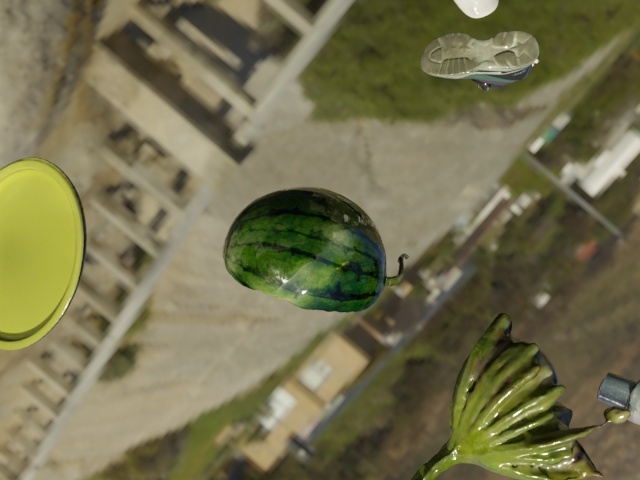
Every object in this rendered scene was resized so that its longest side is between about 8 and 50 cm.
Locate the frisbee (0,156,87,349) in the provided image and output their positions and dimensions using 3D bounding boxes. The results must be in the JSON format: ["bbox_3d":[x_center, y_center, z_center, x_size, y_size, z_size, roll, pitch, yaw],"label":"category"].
[{"bbox_3d":[-0.362,0.016,1.881,0.017,0.236,0.236,13,125,-50],"label":"frisbee"}]

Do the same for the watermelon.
[{"bbox_3d":[-0.008,-0.001,1.965,0.204,0.232,0.127,-61,162,-63],"label":"watermelon"}]

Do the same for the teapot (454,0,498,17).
[{"bbox_3d":[0.129,-0.408,1.820,0.204,0.298,0.139,-22,166,5],"label":"teapot"}]

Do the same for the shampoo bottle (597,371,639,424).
[{"bbox_3d":[0.492,0.243,2.167,0.072,0.214,0.072,-46,148,-41],"label":"shampoo bottle"}]

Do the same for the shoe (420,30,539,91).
[{"bbox_3d":[0.231,-0.248,2.226,0.099,0.169,0.071,65,23,-64],"label":"shoe"}]

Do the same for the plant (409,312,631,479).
[{"bbox_3d":[0.183,0.246,1.946,0.333,0.251,0.180,-23,139,-17],"label":"plant"}]
